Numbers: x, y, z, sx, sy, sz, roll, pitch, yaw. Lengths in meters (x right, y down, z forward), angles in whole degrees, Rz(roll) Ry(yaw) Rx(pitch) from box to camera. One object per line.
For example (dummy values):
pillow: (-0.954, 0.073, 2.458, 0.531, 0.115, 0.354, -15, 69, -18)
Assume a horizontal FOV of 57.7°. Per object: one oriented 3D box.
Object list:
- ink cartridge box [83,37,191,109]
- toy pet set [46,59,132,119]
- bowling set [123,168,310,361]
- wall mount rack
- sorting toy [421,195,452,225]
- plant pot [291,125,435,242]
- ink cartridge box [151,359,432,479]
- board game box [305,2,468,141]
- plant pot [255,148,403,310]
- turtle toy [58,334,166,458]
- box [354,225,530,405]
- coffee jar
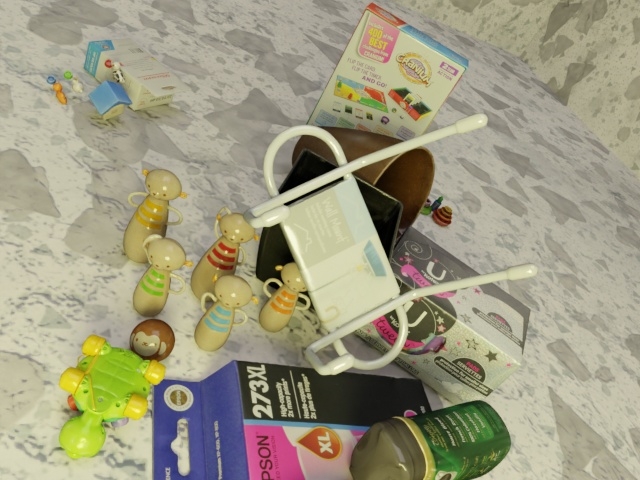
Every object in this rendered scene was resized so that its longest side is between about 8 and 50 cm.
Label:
ink cartridge box: (-0.352, -0.313, 1.125, 0.181, 0.061, 0.104, 40, 36, 12)
toy pet set: (-0.392, -0.270, 1.011, 0.122, 0.065, 0.114, -30, 86, -29)
bowling set: (-0.149, 0.057, 0.741, 0.287, 0.154, 0.200, 27, 35, -7)
wall mount rack: (0.084, 0.002, 0.729, 0.304, 0.350, 0.130, -26, 15, -13)
sorting toy: (0.261, -0.077, 1.322, 0.102, 0.042, 0.061, 34, 35, 4)
plant pot: (0.060, -0.124, 1.113, 0.230, 0.215, 0.215, 34, 31, 32)
ink cartridge box: (-0.012, 0.242, 0.704, 0.371, 0.069, 0.176, 10, 41, -25)
board game box: (0.133, -0.309, 1.269, 0.242, 0.316, 0.064, 30, 35, -4)
plant pot: (0.000, 0.000, 0.916, 0.187, 0.167, 0.188, 29, 34, -4)
turtle toy: (-0.231, 0.167, 0.619, 0.095, 0.066, 0.130, 27, 35, -8)
box: (0.189, 0.121, 0.932, 0.247, 0.142, 0.163, 35, 34, 5)
coffee jar: (0.126, 0.242, 0.668, 0.184, 0.096, 0.079, 2, 42, -37)
